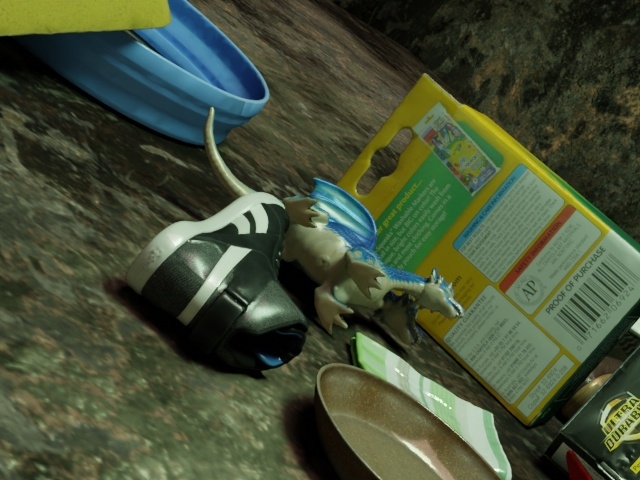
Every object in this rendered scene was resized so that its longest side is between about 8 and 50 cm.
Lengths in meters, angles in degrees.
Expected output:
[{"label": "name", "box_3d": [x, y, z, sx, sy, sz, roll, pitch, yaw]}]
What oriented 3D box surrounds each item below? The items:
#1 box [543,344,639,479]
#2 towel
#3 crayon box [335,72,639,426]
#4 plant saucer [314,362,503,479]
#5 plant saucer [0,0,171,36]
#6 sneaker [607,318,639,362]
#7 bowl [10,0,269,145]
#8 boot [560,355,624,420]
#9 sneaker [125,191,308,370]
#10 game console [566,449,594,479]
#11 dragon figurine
[{"label": "box", "box_3d": [0.415, 0.171, 1.250, 0.257, 0.322, 0.079, 41, -20, 17]}, {"label": "towel", "box_3d": [0.092, 0.139, 1.114, 0.152, 0.023, 0.113, 35, 13, -15]}, {"label": "crayon box", "box_3d": [0.172, 0.007, 1.365, 0.323, 0.203, 0.083, 44, 14, 20]}, {"label": "plant saucer", "box_3d": [0.066, 0.166, 0.933, 0.199, 0.036, 0.198, 36, 13, -10]}, {"label": "plant saucer", "box_3d": [-0.326, -0.304, 1.140, 0.333, 0.081, 0.333, 45, 34, 23]}, {"label": "sneaker", "box_3d": [0.435, 0.157, 1.671, 0.290, 0.106, 0.123, 39, 17, 1]}, {"label": "bowl", "box_3d": [-0.231, -0.239, 1.395, 0.391, 0.077, 0.391, 36, 14, -11]}, {"label": "boot", "box_3d": [0.299, 0.135, 1.517, 0.207, 0.090, 0.248, 45, 18, 16]}, {"label": "sneaker", "box_3d": [-0.051, 0.038, 0.983, 0.121, 0.079, 0.217, 44, 22, 8]}, {"label": "game console", "box_3d": [0.238, 0.228, 0.942, 0.085, 0.124, 0.144, -52, 131, -56]}, {"label": "dragon figurine", "box_3d": [0.000, 0.000, 1.194, 0.289, 0.085, 0.144, 40, 14, 3]}]
